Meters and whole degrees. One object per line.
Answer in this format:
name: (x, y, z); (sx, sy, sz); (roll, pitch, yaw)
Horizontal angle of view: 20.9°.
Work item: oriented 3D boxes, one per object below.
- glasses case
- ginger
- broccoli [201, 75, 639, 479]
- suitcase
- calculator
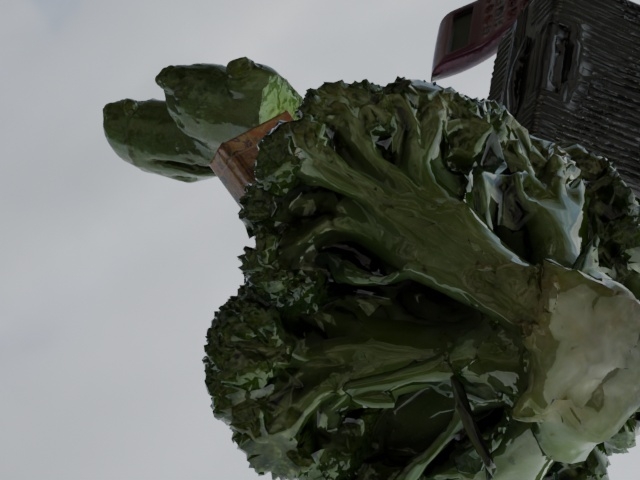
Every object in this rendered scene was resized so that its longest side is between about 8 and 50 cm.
glasses case: (0.000, 0.000, 1.452); (0.075, 0.218, 0.049); (-29, 168, -33)
ginger: (-0.112, -0.115, 1.659); (0.290, 0.137, 0.089); (-13, -121, 62)
broccoli: (0.083, 0.062, 1.005); (0.283, 0.321, 0.304); (5, -106, 69)
suitcase: (0.323, -0.084, 1.665); (0.152, 0.335, 0.230); (126, -20, -56)
calculator: (0.198, -0.244, 1.874); (0.190, 0.034, 0.127); (-31, -157, 27)
